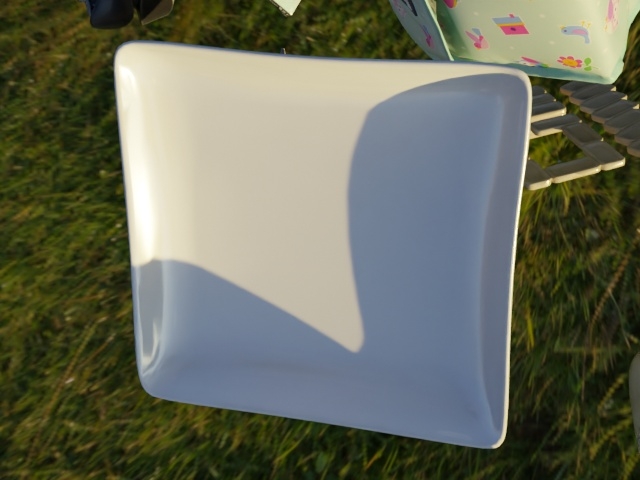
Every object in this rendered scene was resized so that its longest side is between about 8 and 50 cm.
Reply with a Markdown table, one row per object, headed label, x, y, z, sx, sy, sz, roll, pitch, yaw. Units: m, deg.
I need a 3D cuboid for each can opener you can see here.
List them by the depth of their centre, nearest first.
| label | x | y | z | sx | sy | sz | roll | pitch | yaw |
| --- | --- | --- | --- | --- | --- | --- | --- | --- | --- |
| can opener | -0.148 | -0.209 | 0.817 | 0.073 | 0.186 | 0.059 | -28 | 71 | -11 |

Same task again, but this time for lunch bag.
| label | x | y | z | sx | sy | sz | roll | pitch | yaw |
| --- | --- | --- | --- | --- | --- | --- | --- | --- | --- |
| lunch bag | 0.150 | -0.267 | 1.099 | 0.262 | 0.223 | 0.160 | 11 | 68 | 30 |

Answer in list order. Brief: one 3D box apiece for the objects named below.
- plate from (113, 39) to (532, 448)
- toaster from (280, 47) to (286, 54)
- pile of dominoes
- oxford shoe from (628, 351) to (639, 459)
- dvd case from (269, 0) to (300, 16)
| label | x | y | z | sx | sy | sz | roll | pitch | yaw |
| --- | --- | --- | --- | --- | --- | --- | --- | --- | --- |
| plate | 0.000 | 0.000 | 0.808 | 0.278 | 0.045 | 0.277 | 6 | 116 | 14 |
| toaster | -0.023 | -0.059 | 1.142 | 0.168 | 0.110 | 0.185 | -45 | 117 | -10 |
| pile of dominoes | 0.290 | -0.122 | 1.386 | 0.196 | 0.251 | 0.040 | -14 | 120 | -7 |
| oxford shoe | 0.306 | 0.269 | 0.938 | 0.147 | 0.140 | 0.397 | -8 | 75 | -18 |
| dvd case | -0.055 | -0.317 | 1.287 | 0.119 | 0.013 | 0.087 | 36 | 79 | -30 |
